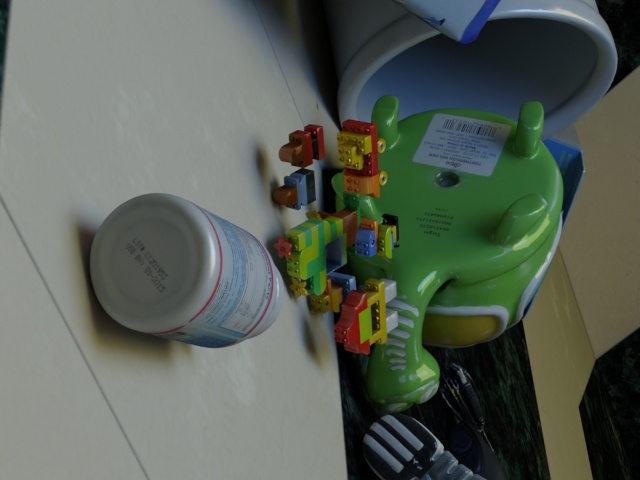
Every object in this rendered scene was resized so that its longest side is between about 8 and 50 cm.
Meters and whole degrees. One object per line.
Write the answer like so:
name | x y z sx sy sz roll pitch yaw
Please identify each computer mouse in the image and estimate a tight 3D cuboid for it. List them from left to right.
computer mouse | 0.199 0.288 1.704 0.272 0.072 0.188 -79 150 -60

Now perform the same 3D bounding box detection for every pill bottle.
pill bottle | -0.081 0.025 0.914 0.160 0.087 0.087 30 46 -70

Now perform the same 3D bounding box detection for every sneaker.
sneaker | 0.135 0.268 1.348 0.229 0.086 0.132 48 -10 18

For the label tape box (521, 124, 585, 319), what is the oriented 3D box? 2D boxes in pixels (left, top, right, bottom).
label tape box | 0.284 -0.078 2.046 0.348 0.115 0.249 -81 -173 -64

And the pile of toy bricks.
pile of toy bricks | 0.000 0.000 1.255 0.105 0.118 0.212 -30 123 -47

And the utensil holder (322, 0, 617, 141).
utensil holder | 0.151 -0.335 1.683 0.327 0.327 0.385 46 29 -61

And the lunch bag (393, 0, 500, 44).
lunch bag | 0.033 -0.431 1.390 0.328 0.239 0.385 25 22 -52

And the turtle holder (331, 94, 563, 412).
turtle holder | 0.142 0.016 1.456 0.320 0.243 0.227 -103 -175 -45
